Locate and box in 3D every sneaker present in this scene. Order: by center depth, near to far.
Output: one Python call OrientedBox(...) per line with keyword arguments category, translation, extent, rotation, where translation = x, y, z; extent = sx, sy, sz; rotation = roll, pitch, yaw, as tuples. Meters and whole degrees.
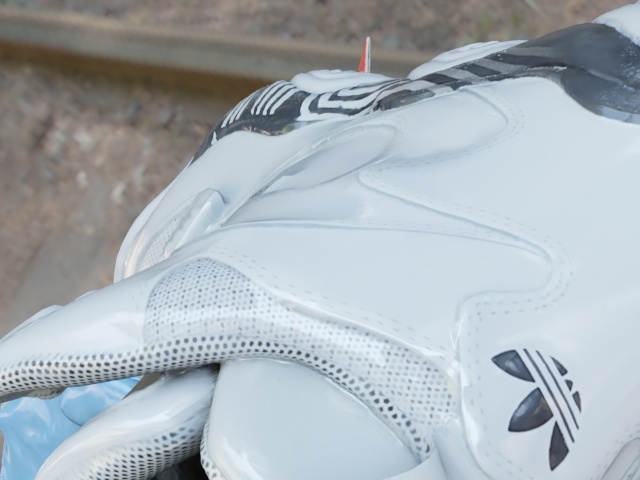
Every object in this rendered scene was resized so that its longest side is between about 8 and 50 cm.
OrientedBox(category="sneaker", translation=(-0.020, 0.038, 0.528), extent=(0.210, 0.137, 0.366), rotation=(-32, 10, -31))

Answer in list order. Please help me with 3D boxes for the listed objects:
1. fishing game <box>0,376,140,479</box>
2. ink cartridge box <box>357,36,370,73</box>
OrientedBox(category="fishing game", translation=(-0.082, 0.132, 0.828), extent=(0.041, 0.189, 0.264), rotation=(-34, -11, -43))
OrientedBox(category="ink cartridge box", translation=(0.000, 0.000, 1.627), extent=(0.296, 0.066, 0.261), rotation=(103, 166, -57))
